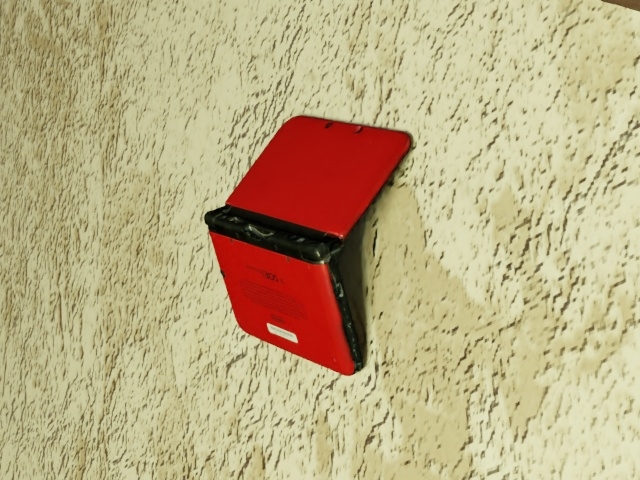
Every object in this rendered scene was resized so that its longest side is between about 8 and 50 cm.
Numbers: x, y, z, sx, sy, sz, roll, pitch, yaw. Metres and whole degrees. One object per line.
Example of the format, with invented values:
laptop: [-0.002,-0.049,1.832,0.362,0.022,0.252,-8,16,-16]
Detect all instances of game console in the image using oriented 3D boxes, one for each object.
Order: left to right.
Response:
game console: [0.000,0.000,0.938,0.144,0.085,0.124,17,127,58]

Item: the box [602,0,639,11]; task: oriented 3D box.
box: [0.128,-0.186,0.612,0.167,0.203,0.168,43,118,53]
